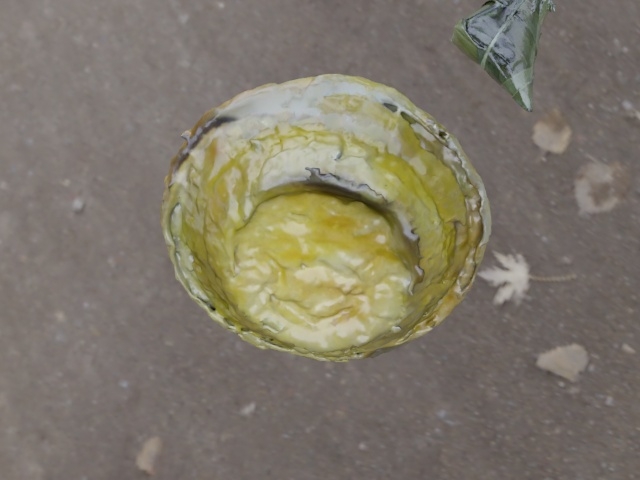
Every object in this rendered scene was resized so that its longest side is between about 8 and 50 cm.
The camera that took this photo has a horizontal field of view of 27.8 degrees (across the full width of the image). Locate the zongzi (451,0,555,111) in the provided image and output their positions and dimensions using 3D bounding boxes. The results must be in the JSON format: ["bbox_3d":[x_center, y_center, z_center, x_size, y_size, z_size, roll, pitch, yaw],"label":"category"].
[{"bbox_3d":[0.203,-0.192,1.246,0.109,0.055,0.119,-37,69,-10],"label":"zongzi"}]

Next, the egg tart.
[{"bbox_3d":[0.000,0.000,1.314,0.345,0.345,0.132,-37,19,22],"label":"egg tart"}]
